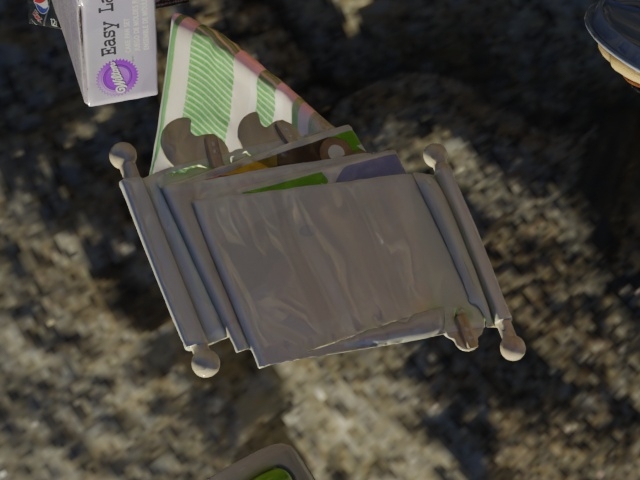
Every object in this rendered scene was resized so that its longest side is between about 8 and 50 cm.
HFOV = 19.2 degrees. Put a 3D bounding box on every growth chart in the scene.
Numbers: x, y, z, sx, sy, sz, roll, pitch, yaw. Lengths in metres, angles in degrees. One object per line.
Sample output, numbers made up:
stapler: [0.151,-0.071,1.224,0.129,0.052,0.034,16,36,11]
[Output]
growth chart: [0.000,0.000,1.119,0.021,0.237,0.172,-49,51,54]

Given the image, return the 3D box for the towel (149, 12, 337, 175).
towel: [-0.093,-0.089,2.144,0.325,0.038,0.248,43,133,41]

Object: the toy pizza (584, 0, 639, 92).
toy pizza: [0.223,-0.076,0.911,0.201,0.201,0.032,23,115,21]

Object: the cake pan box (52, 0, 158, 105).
cake pan box: [-0.188,-0.274,1.519,0.070,0.246,0.267,-8,127,-12]

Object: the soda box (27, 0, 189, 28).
soda box: [-0.216,-0.257,1.926,0.060,0.169,0.053,14,115,45]

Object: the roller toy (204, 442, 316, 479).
roller toy: [-0.077,0.326,2.060,0.191,0.209,0.146,-35,79,12]
